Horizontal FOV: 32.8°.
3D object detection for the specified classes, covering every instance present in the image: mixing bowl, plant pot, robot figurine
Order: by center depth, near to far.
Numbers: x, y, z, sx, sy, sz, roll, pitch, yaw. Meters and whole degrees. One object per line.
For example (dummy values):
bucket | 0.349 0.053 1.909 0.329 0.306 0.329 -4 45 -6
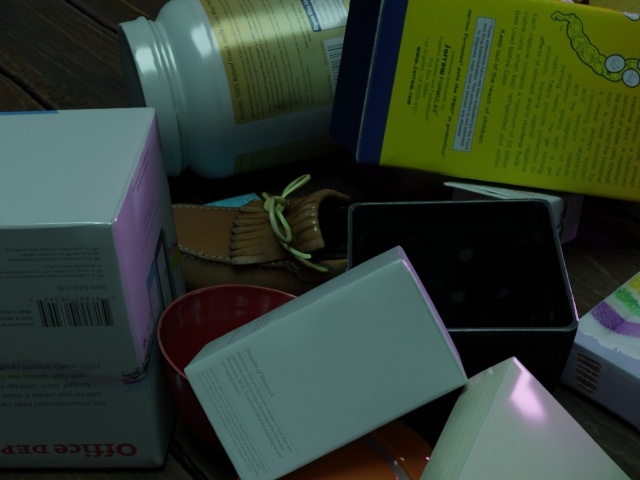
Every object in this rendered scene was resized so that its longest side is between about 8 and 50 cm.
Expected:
robot figurine | 0.013 0.219 0.845 0.219 0.128 0.158 -28 3 -29
mixing bowl | -0.063 0.130 0.980 0.181 0.098 0.181 11 29 -6
plant pot | 0.121 0.083 0.987 0.187 0.167 0.188 -2 35 4

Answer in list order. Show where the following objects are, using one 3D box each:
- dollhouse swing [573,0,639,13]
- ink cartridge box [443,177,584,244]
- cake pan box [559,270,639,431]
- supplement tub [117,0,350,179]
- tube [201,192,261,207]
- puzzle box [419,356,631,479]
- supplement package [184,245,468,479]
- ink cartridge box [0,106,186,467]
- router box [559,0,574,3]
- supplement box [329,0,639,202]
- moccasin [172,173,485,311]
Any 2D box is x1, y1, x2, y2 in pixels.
dollhouse swing | 0.560 -0.263 1.391 0.347 0.315 0.305 51 16 22
ink cartridge box | 0.205 -0.031 1.168 0.104 0.061 0.181 16 15 27
cake pan box | 0.396 0.112 1.008 0.246 0.070 0.267 -31 45 -30
supplement tub | -0.075 -0.203 1.349 0.316 0.228 0.228 -14 37 -14
tube | -0.148 -0.013 1.251 0.207 0.052 0.080 -17 42 -26
puzzle box | 0.128 0.294 0.646 0.052 0.272 0.409 -35 12 42
supplement package | 0.006 0.092 0.819 0.179 0.105 0.105 -28 2 6
ink cartridge box | -0.240 0.045 0.985 0.198 0.270 0.197 -1 34 4
router box | 0.415 -0.287 1.543 0.301 0.082 0.335 -17 38 -18
supplement box | 0.209 -0.170 1.192 0.357 0.195 0.194 7 13 -10
moccasin | -0.001 0.002 1.127 0.380 0.147 0.139 10 38 18
